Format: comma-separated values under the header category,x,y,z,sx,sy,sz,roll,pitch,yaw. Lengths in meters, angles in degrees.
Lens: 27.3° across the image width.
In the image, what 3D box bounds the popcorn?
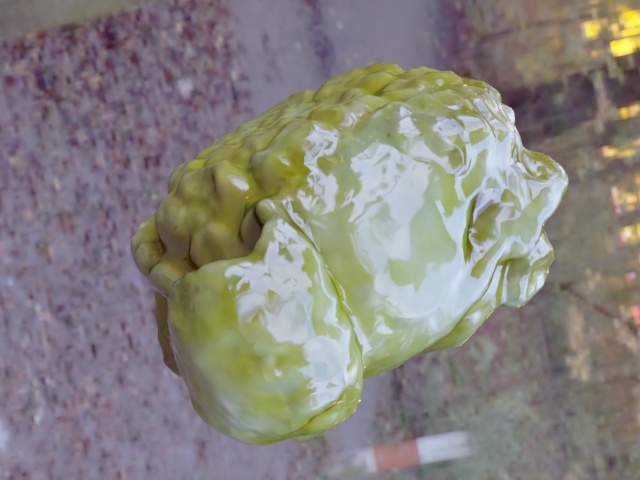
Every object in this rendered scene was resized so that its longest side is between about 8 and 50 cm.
category,x,y,z,sx,sy,sz,roll,pitch,yaw
popcorn,0.000,0.000,0.805,0.286,0.225,0.174,-35,111,-30
